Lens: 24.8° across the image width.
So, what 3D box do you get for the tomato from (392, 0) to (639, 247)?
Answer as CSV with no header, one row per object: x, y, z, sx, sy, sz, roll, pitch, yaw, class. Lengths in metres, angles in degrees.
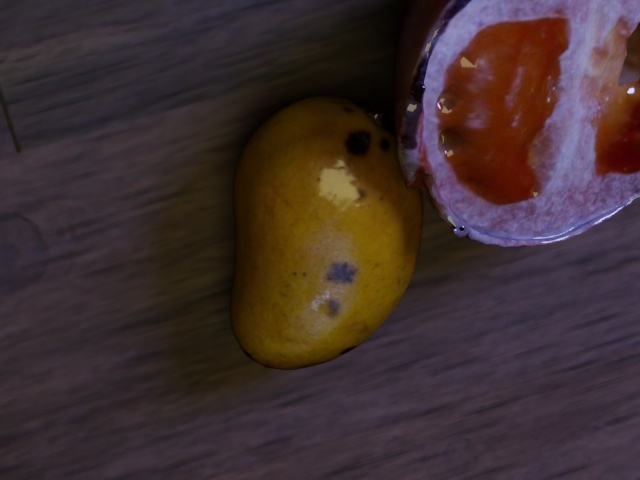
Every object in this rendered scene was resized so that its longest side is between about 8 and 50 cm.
0.127,-0.105,0.851,0.228,0.112,0.199,-12,125,-22,tomato

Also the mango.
0.003,-0.001,0.877,0.115,0.090,0.178,3,113,-2,mango
